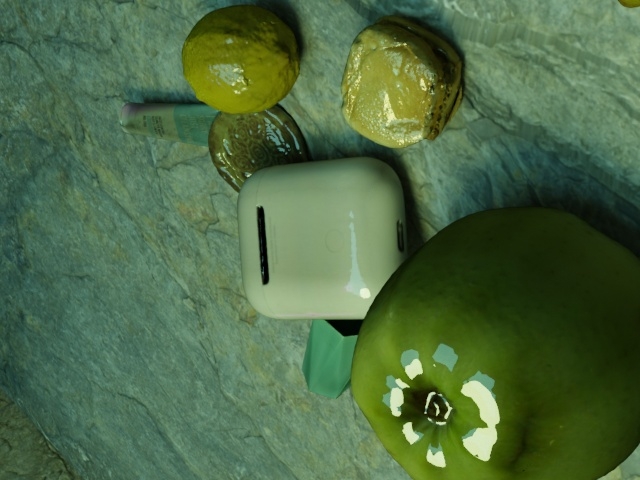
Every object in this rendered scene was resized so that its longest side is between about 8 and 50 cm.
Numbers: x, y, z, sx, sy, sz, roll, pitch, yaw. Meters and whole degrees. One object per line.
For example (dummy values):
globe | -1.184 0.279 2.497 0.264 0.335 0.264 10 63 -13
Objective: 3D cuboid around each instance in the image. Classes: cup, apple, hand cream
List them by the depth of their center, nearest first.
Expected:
apple | 0.280 0.177 1.559 0.474 0.474 0.473 26 132 33
cup | 0.035 0.201 2.058 0.134 0.148 0.235 20 138 2
hand cream | -0.282 -0.237 2.135 0.312 0.070 0.111 9 123 37

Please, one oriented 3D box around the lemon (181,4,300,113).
lemon | -0.141 -0.318 1.832 0.231 0.192 0.192 0 115 38

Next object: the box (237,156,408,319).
box | -0.001 0.000 1.880 0.349 0.141 0.288 -3 93 38

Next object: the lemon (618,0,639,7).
lemon | 0.386 -0.411 1.172 0.258 0.258 0.310 22 135 35

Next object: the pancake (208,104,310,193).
pancake | -0.116 -0.165 2.027 0.250 0.031 0.250 21 128 28

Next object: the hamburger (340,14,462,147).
hamburger | 0.124 -0.249 1.669 0.214 0.108 0.213 26 133 32
